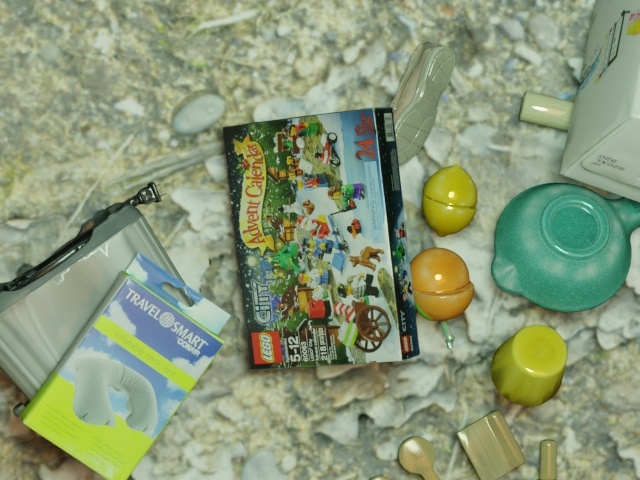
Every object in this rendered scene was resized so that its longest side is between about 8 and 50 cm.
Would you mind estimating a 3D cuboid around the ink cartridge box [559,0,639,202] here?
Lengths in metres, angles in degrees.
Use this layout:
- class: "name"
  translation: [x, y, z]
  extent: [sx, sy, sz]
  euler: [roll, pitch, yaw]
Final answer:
- class: "ink cartridge box"
  translation: [0.349, -0.161, 1.841]
  extent: [0.171, 0.168, 0.232]
  euler: [17, 68, -10]

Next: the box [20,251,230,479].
- class: "box"
  translation: [-0.167, 0.113, 1.732]
  extent: [0.109, 0.042, 0.178]
  euler: [36, 88, -14]

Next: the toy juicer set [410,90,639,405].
- class: "toy juicer set"
  translation: [0.204, -0.018, 1.902]
  extent: [0.209, 0.089, 0.329]
  euler: [32, 67, 7]

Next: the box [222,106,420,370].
- class: "box"
  translation: [0.000, 0.000, 1.838]
  extent: [0.159, 0.044, 0.233]
  euler: [-6, 92, 26]

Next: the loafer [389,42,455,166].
- class: "loafer"
  translation: [0.088, -0.131, 1.900]
  extent: [0.045, 0.039, 0.125]
  euler: [26, 89, -42]

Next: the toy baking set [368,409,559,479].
- class: "toy baking set"
  translation: [0.141, 0.293, 1.917]
  extent: [0.197, 0.030, 0.256]
  euler: [-3, 91, -7]

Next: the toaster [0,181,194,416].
- class: "toaster"
  translation: [-0.204, 0.066, 1.806]
  extent: [0.227, 0.129, 0.146]
  euler: [-35, 100, -10]
